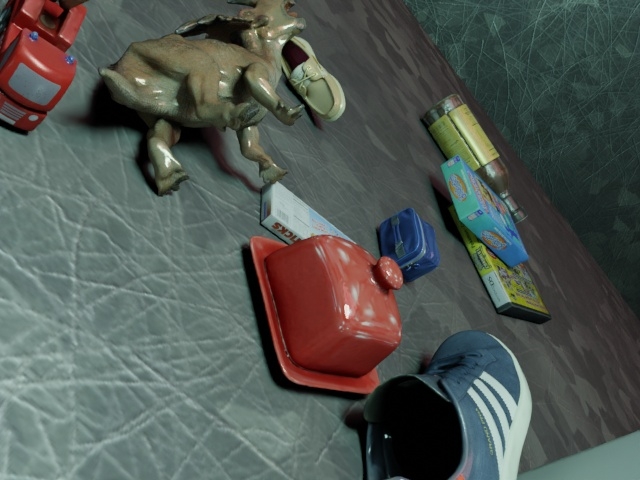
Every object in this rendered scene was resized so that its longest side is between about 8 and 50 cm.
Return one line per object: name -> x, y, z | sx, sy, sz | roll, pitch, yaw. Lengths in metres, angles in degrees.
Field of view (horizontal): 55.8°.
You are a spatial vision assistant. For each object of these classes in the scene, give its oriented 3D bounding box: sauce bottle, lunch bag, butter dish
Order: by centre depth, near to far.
butter dish -> 0.028, 0.055, 0.592 | 0.160, 0.118, 0.160 | 22, 42, -47
lunch bag -> 0.123, 0.007, 0.864 | 0.065, 0.067, 0.098 | 37, 33, -33
sauce bottle -> 0.380, -0.187, 1.473 | 0.344, 0.111, 0.111 | 60, 26, 3

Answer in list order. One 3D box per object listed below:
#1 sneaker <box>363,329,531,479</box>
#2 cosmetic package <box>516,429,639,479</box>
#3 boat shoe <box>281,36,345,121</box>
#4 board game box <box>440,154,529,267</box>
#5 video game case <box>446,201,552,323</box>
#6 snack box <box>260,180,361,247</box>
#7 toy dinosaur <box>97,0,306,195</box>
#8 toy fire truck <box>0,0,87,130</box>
sneaker -> 0.121, 0.166, 0.608 | 0.148, 0.131, 0.350 | 55, 26, -12
cosmetic package -> 0.329, 0.353, 0.450 | 0.327, 0.393, 0.329 | 58, 26, 3
boat shoe -> -0.023, -0.250, 0.923 | 0.059, 0.063, 0.170 | 8, 44, -53
board game box -> 0.335, -0.058, 1.234 | 0.210, 0.047, 0.160 | 36, 33, -36
video game case -> 0.387, 0.051, 1.296 | 0.275, 0.035, 0.248 | 18, 45, -52
snack box -> 0.000, 0.000, 0.716 | 0.178, 0.022, 0.064 | 37, 31, -33
toy dinosaur -> -0.123, -0.162, 0.595 | 0.295, 0.127, 0.200 | -16, 66, -50
toy fire truck -> -0.198, -0.189, 0.470 | 0.047, 0.135, 0.192 | 31, 35, -41
